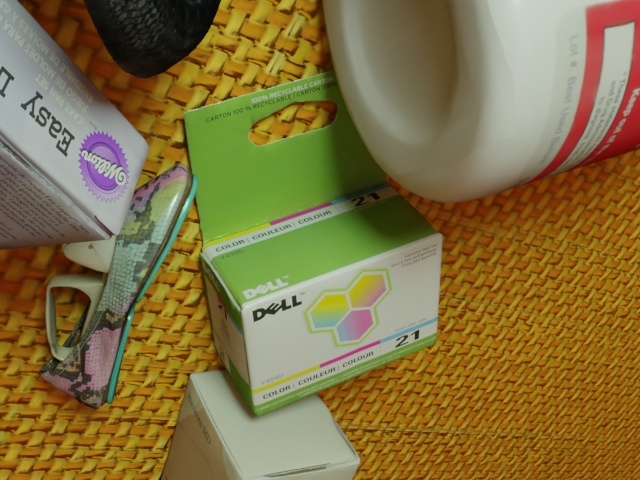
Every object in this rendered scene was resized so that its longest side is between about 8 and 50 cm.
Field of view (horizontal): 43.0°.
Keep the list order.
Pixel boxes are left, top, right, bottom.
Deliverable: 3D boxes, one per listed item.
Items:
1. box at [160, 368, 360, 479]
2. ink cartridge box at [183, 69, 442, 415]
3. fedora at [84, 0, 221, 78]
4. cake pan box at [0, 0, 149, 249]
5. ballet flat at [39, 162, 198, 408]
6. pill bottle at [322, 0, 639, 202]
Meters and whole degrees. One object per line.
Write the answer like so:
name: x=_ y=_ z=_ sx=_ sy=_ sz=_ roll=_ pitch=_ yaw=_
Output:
box: x=-0.086 y=0.286 z=0.810 sx=0.121 sy=0.148 sz=0.311 roll=0 pitch=122 yaw=-32
ink cartridge box: x=0.000 y=0.000 z=0.676 sx=0.189 sy=0.097 sz=0.255 roll=-19 pitch=132 yaw=-19
fedora: x=-0.121 y=-0.242 z=0.342 sx=0.153 sy=0.334 sz=0.334 roll=6 pitch=126 yaw=3
cake pan box: x=-0.248 y=-0.080 z=0.376 sx=0.267 sy=0.246 sz=0.070 roll=50 pitch=46 yaw=-44
ballet flat: x=-0.166 y=0.034 z=0.622 sx=0.079 sy=0.077 sz=0.221 roll=19 pitch=114 yaw=-15
pill bottle: x=0.227 y=-0.183 z=0.586 sx=0.408 sy=0.229 sz=0.229 roll=-17 pitch=131 yaw=-21
